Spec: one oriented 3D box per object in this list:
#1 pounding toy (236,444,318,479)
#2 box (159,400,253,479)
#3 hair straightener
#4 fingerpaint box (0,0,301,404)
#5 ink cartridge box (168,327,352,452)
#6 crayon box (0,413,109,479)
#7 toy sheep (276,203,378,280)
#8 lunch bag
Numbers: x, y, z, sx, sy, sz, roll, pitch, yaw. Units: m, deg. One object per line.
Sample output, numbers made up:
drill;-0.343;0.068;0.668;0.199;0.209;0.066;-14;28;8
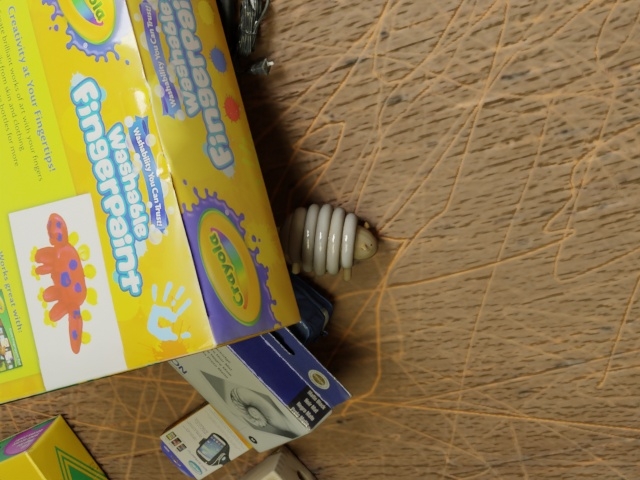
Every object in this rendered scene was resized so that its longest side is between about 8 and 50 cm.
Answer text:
pounding toy;-0.050;0.357;1.764;0.130;0.100;0.141;-39;99;21
box;-0.149;0.259;1.785;0.136;0.028;0.081;-35;99;37
hair straightener;-0.087;-0.214;1.493;0.089;0.047;0.230;18;118;14
fingerpaint box;-0.259;-0.073;1.479;0.371;0.163;0.444;-18;86;33
ink cartridge box;-0.095;0.150;1.639;0.223;0.045;0.224;46;148;-4
crayon box;-0.425;0.449;1.968;0.363;0.106;0.313;-26;103;33
toy sheep;0.000;0.000;1.539;0.132;0.091;0.091;4;120;2
lunch bag;-0.033;0.084;1.611;0.098;0.065;0.067;39;135;7
